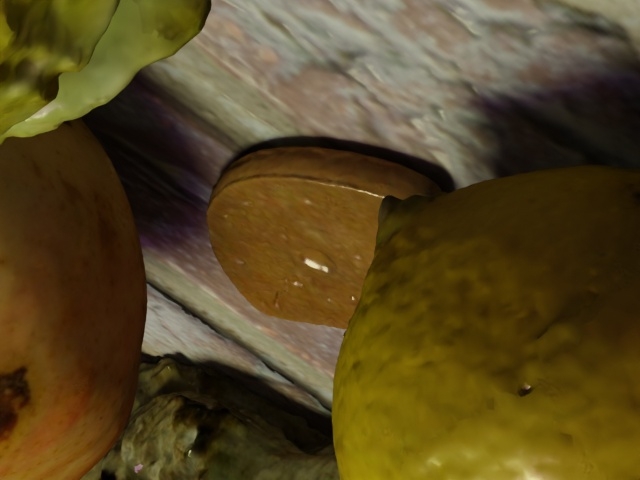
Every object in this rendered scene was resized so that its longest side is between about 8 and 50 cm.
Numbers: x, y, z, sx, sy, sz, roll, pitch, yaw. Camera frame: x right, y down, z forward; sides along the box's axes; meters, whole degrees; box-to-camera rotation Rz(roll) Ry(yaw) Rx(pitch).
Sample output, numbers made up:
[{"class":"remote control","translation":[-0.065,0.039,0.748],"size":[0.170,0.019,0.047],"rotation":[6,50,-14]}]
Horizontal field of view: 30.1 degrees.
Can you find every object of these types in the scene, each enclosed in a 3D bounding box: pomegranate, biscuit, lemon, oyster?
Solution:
[{"class":"pomegranate","translation":[-0.266,0.016,0.712],"size":[0.343,0.342,0.342],"rotation":[21,151,12]},{"class":"biscuit","translation":[0.000,0.000,0.714],"size":[0.142,0.029,0.221],"rotation":[31,152,-10]},{"class":"lemon","translation":[0.131,0.085,0.542],"size":[0.253,0.228,0.228],"rotation":[36,151,-28]},{"class":"oyster","translation":[-0.060,0.210,0.992],"size":[0.337,0.133,0.197],"rotation":[4,120,11]}]

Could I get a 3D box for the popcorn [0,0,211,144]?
[{"class":"popcorn","translation":[-0.160,-0.161,0.407],"size":[0.276,0.276,0.225],"rotation":[16,-174,20]}]
